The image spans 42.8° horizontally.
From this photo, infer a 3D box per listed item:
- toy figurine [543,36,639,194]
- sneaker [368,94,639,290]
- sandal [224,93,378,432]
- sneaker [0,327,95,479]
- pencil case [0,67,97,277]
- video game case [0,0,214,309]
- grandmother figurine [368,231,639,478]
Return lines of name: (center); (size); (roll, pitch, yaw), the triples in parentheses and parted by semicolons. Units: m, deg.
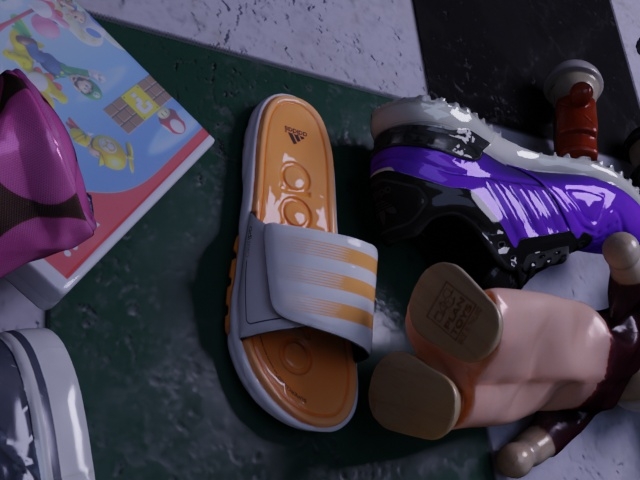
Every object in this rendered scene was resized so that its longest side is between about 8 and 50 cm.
toy figurine: (0.348, -0.123, 0.807); (0.213, 0.209, 0.148); (30, 49, -22)
sneaker: (0.160, -0.005, 0.697); (0.293, 0.102, 0.146); (16, 67, -25)
sandal: (-0.009, -0.002, 0.577); (0.102, 0.076, 0.265); (10, 64, -32)
sneaker: (-0.150, 0.198, 0.353); (0.127, 0.126, 0.321); (-4, 63, -41)
pencil case: (-0.205, 0.003, 0.357); (0.209, 0.095, 0.098); (-28, 51, -15)
video game case: (-0.209, -0.115, 0.484); (0.285, 0.025, 0.204); (45, 34, -11)
grandmother figurine: (0.198, 0.088, 0.647); (0.342, 0.208, 0.104); (12, 26, -43)
